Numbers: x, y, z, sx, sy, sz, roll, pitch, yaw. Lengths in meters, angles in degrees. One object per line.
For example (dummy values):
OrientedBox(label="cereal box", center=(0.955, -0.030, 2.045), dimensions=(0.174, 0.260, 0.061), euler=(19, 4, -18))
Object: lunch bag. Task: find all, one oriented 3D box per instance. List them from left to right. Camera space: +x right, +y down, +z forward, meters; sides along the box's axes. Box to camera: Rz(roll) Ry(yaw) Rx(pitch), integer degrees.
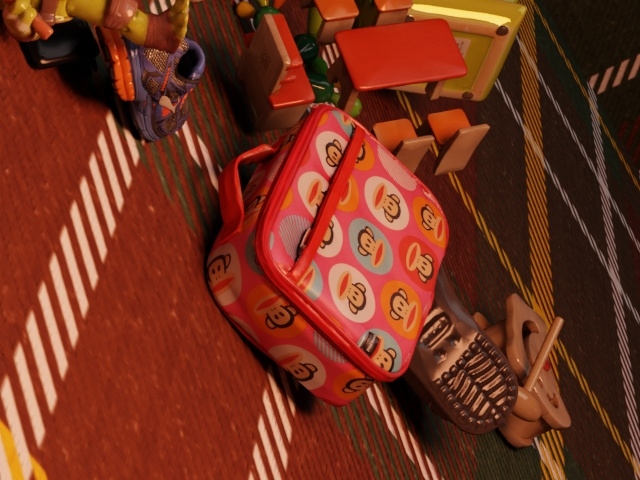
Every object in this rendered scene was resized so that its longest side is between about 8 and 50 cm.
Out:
OrientedBox(label="lunch bag", center=(0.000, 0.000, 1.703), dimensions=(0.258, 0.120, 0.293), euler=(44, 39, -18))

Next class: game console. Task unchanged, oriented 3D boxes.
OrientedBox(label="game console", center=(-0.258, -0.213, 1.519), dimensions=(0.107, 0.071, 0.122), euler=(-21, 85, -40))

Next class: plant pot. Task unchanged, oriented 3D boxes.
OrientedBox(label="plant pot", center=(0.173, -0.334, 2.339), dimensions=(0.228, 0.227, 0.207), euler=(111, -16, -52))

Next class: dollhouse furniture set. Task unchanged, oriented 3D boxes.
OrientedBox(label="dollhouse furniture set", center=(0.045, -0.206, 1.863), dimensions=(0.259, 0.135, 0.262), euler=(-12, 66, -25))

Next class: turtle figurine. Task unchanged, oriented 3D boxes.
OrientedBox(label="turtle figurine", center=(-0.228, -0.212, 1.412), dimensions=(0.217, 0.087, 0.269), euler=(7, 36, -19))

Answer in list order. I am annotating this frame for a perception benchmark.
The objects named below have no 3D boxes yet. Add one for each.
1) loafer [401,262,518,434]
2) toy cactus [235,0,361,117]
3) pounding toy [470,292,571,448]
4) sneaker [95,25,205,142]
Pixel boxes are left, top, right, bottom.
OrientedBox(label="loafer", center=(0.086, 0.077, 1.931), dimensions=(0.366, 0.134, 0.130), euler=(58, -20, -9))
OrientedBox(label="toy cactus", center=(-0.041, -0.225, 1.988), dimensions=(0.180, 0.112, 0.219), euler=(-46, 114, -49))
OrientedBox(label="pounding toy", center=(0.305, 0.181, 2.263), dimensions=(0.154, 0.155, 0.269), euler=(51, 24, -24))
OrientedBox(label="sneaker", center=(-0.149, -0.155, 1.569), dimensions=(0.221, 0.087, 0.083), euler=(68, 5, -79))
